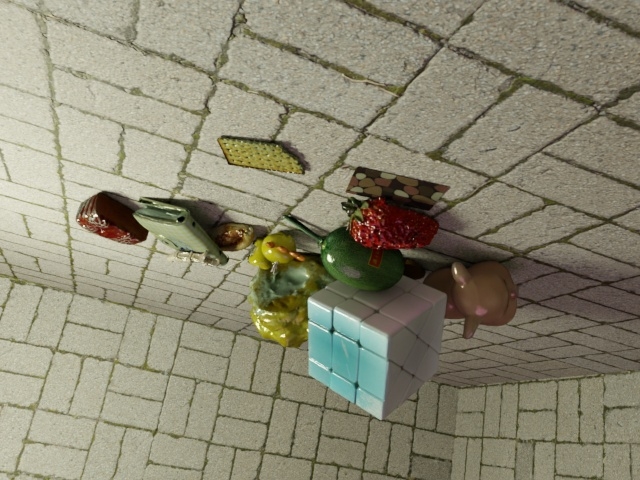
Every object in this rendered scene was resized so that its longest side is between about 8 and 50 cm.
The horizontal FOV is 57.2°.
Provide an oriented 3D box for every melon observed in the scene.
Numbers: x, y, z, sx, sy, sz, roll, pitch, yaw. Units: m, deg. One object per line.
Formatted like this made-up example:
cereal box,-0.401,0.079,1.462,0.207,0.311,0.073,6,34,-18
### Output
melon,0.118,0.051,1.745,0.287,0.183,0.182,17,159,-25

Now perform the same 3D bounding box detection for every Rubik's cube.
Rubik's cube,0.174,0.300,1.847,0.315,0.318,0.322,24,126,35

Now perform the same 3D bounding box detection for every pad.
pad,0.189,-0.129,1.490,0.234,0.003,0.158,12,160,-4

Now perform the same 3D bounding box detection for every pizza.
pizza,-0.307,-0.007,1.983,0.271,0.056,0.134,-9,153,43

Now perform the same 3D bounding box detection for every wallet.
wallet,-0.456,-0.018,1.927,0.223,0.077,0.310,10,155,21

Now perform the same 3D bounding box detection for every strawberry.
strawberry,0.186,-0.030,1.604,0.285,0.106,0.188,14,163,-10

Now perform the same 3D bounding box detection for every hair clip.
hair clip,-0.438,0.053,1.941,0.225,0.034,0.072,4,152,30

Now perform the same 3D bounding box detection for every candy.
candy,-0.002,0.001,1.852,0.323,0.097,0.097,35,149,-33

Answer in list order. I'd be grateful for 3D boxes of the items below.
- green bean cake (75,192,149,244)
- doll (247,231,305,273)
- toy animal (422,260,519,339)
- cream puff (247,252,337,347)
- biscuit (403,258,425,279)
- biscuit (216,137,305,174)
green bean cake,-0.687,-0.063,1.967,0.198,0.097,0.232,-11,150,44
doll,-0.148,0.036,1.906,0.142,0.136,0.220,26,167,-30
toy animal,0.468,0.168,1.870,0.326,0.237,0.269,-7,-177,32
cream puff,-0.065,0.228,2.060,0.377,0.378,0.276,3,136,21
biscuit,0.296,0.097,2.001,0.124,0.026,0.175,4,159,13
biscuit,-0.144,-0.206,1.432,0.203,0.016,0.144,8,160,10
